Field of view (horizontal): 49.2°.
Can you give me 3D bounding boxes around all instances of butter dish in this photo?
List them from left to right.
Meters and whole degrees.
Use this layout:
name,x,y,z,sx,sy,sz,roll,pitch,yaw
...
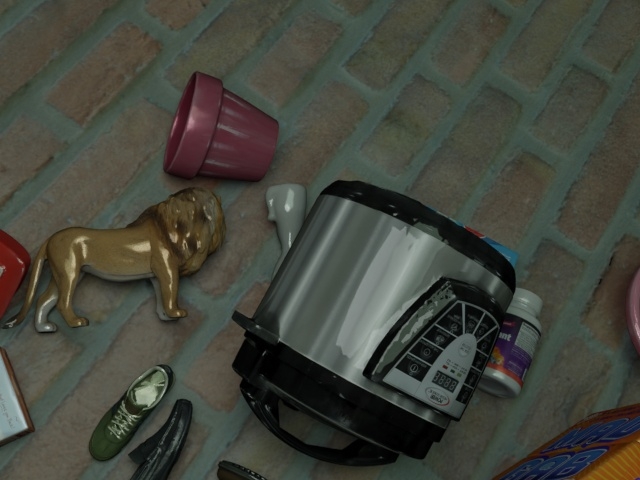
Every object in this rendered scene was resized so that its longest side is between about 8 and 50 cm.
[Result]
name,x,y,z,sx,sy,sz,roll,pitch,yaw
butter dish,-0.571,0.041,1.218,0.160,0.118,0.160,37,112,5

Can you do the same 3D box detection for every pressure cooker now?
name,x,y,z,sx,sy,sz,roll,pitch,yaw
pressure cooker,0.079,0.159,1.141,0.370,0.375,0.420,28,84,13

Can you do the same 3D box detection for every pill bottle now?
name,x,y,z,sx,sy,sz,roll,pitch,yaw
pill bottle,0.356,0.191,1.330,0.108,0.108,0.193,28,67,1

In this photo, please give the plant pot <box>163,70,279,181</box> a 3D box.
name,x,y,z,sx,sy,sz,roll,pitch,yaw
plant pot,-0.185,-0.199,1.341,0.180,0.201,0.201,17,67,-20

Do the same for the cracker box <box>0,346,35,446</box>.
name,x,y,z,sx,sy,sz,roll,pitch,yaw
cracker box,-0.610,0.288,1.138,0.232,0.067,0.156,-22,76,-16

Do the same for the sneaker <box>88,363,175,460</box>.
name,x,y,z,sx,sy,sz,roll,pitch,yaw
sneaker,-0.321,0.284,1.182,0.064,0.086,0.192,38,68,5

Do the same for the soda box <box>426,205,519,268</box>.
name,x,y,z,sx,sy,sz,roll,pitch,yaw
soda box,0.283,0.017,1.404,0.210,0.067,0.071,28,68,0

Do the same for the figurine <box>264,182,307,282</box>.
name,x,y,z,sx,sy,sz,roll,pitch,yaw
figurine,0.000,0.000,1.352,0.214,0.092,0.209,0,74,-9

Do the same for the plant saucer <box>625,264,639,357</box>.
name,x,y,z,sx,sy,sz,roll,pitch,yaw
plant saucer,0.766,0.173,1.426,0.332,0.084,0.332,4,68,-9

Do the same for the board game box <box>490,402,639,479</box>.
name,x,y,z,sx,sy,sz,roll,pitch,yaw
board game box,0.500,0.494,1.109,0.356,0.356,0.356,-25,76,-19

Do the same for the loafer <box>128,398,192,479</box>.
name,x,y,z,sx,sy,sz,roll,pitch,yaw
loafer,-0.281,0.365,1.164,0.078,0.076,0.223,26,71,-8

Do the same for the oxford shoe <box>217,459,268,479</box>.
name,x,y,z,sx,sy,sz,roll,pitch,yaw
oxford shoe,-0.093,0.456,1.163,0.227,0.083,0.096,39,70,6

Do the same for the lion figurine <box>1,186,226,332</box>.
name,x,y,z,sx,sy,sz,roll,pitch,yaw
lion figurine,-0.356,0.029,1.235,0.392,0.142,0.240,-4,82,-18
